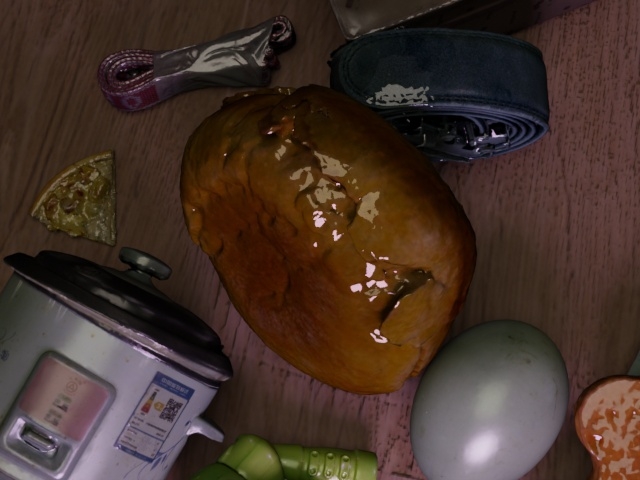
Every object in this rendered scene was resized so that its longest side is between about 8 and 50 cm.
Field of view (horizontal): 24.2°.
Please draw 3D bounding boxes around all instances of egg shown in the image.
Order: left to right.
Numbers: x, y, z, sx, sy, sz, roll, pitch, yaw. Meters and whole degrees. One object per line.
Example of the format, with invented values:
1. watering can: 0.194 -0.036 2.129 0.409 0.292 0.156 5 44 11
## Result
1. egg: 0.171 0.171 1.527 0.149 0.149 0.192 36 86 13

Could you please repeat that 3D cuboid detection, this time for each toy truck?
1. toy truck: -0.054 0.280 1.542 0.187 0.148 0.211 24 67 1

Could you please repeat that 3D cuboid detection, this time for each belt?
1. belt: -0.139 -0.199 1.700 0.232 0.053 0.071 -14 69 4
2. belt: 0.116 -0.146 1.553 0.206 0.267 0.116 -16 73 47

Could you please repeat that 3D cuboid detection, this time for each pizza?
1. pizza: -0.262 -0.040 1.695 0.123 0.026 0.109 -40 78 -3

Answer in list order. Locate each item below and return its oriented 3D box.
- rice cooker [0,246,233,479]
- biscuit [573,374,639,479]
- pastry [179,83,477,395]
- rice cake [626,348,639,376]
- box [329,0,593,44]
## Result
1. rice cooker: -0.242 0.146 1.533 0.316 0.264 0.317 0 85 1
2. biscuit: 0.369 0.352 1.484 0.349 0.078 0.455 22 87 8
3. pastry: 0.000 0.000 1.497 0.356 0.356 0.164 35 57 13
4. rice cake: 0.398 0.085 1.574 0.081 0.051 0.290 33 83 -21
5. box: 0.136 -0.332 1.625 0.297 0.190 0.225 -21 76 1
